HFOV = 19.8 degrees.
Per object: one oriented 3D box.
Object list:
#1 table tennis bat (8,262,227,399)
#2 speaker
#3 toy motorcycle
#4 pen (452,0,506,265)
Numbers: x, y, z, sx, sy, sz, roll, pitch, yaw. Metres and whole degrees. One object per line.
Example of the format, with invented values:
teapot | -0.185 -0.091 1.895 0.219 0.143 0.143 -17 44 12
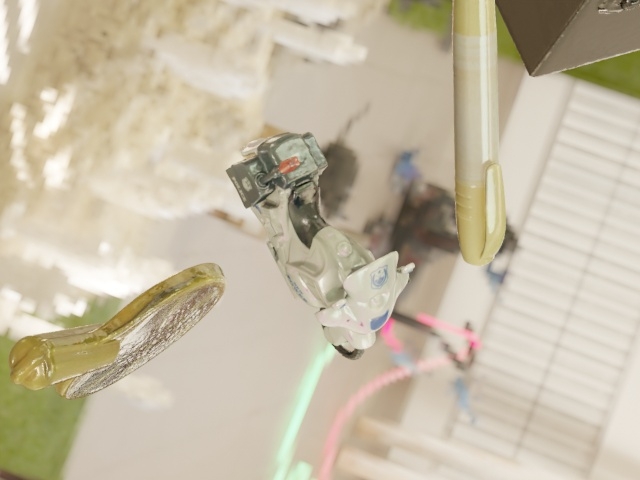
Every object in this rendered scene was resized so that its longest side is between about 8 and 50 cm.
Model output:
table tennis bat | -0.200 0.095 1.764 0.198 0.050 0.321 -42 169 21
speaker | 0.338 -0.320 1.988 0.254 0.184 0.232 -16 163 -22
toy motorcycle | 0.000 0.000 1.637 0.102 0.221 0.150 -27 178 -27
pen | 0.106 -0.082 1.224 0.032 0.040 0.233 -20 125 -24
